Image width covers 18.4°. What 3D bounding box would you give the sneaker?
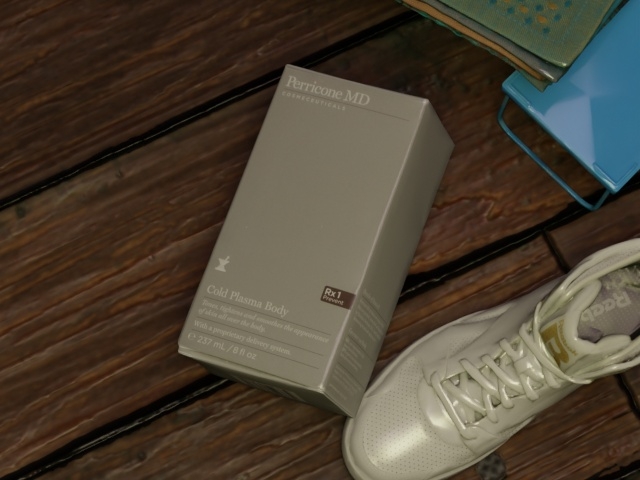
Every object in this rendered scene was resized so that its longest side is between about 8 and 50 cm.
[{"bbox_3d":[0.145,0.084,1.454,0.292,0.169,0.108,-32,83,-7],"label":"sneaker"}]

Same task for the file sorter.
[{"bbox_3d":[0.234,-0.124,1.536,0.118,0.104,0.170,44,80,7],"label":"file sorter"}]

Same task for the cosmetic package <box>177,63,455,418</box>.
[{"bbox_3d":[0.000,0.000,1.487,0.127,0.107,0.238,14,79,20],"label":"cosmetic package"}]

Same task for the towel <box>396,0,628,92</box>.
[{"bbox_3d":[0.100,-0.289,1.518,0.370,0.040,0.271,32,62,19],"label":"towel"}]
